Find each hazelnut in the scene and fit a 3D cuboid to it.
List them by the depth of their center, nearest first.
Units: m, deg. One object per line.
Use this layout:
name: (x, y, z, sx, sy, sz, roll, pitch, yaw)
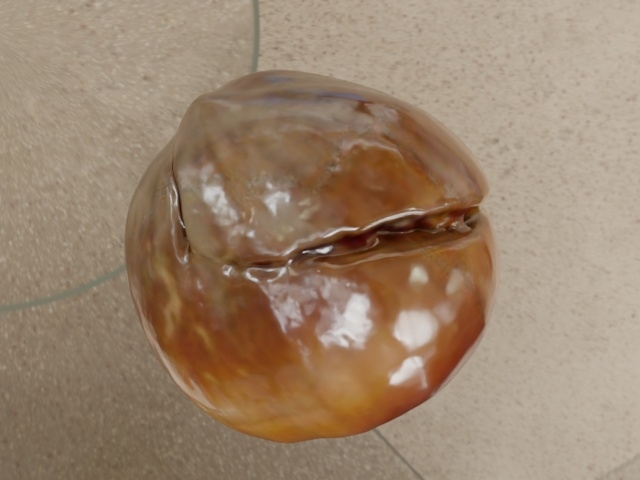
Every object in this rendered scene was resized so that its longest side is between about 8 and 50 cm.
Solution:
hazelnut: (0.000, 0.000, 0.464, 0.182, 0.182, 0.182, -4, 103, -19)
